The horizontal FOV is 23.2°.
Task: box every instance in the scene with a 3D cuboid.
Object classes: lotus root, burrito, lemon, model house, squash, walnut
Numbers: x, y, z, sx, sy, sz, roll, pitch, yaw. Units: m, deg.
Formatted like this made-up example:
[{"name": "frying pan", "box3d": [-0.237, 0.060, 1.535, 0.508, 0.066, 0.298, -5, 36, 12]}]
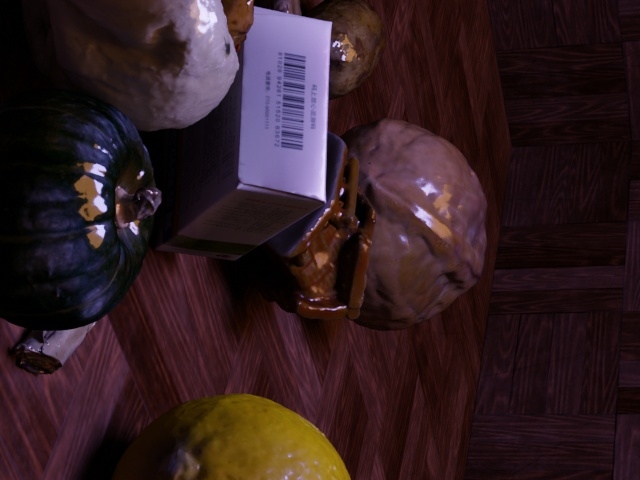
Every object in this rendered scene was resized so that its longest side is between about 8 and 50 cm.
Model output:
[{"name": "lotus root", "box3d": [0.030, -0.298, 2.386, 0.260, 0.128, 0.145, -46, 146, -62]}, {"name": "burrito", "box3d": [-0.249, 0.086, 1.510, 0.055, 0.041, 0.149, 66, 27, -22]}, {"name": "lemon", "box3d": [-0.090, 0.296, 1.632, 0.293, 0.293, 0.293, -2, 90, -74]}, {"name": "model house", "box3d": [-0.001, -0.001, 2.069, 0.219, 0.199, 0.229, -43, 133, -15]}, {"name": "squash", "box3d": [-0.230, -0.027, 1.352, 0.218, 0.172, 0.218, -163, -90, -85]}, {"name": "walnut", "box3d": [0.103, -0.028, 2.329, 0.344, 0.306, 0.306, 67, 25, -67]}]

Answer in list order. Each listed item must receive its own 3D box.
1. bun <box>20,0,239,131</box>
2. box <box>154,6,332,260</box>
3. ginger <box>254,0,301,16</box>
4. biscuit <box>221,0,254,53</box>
[{"name": "bun", "box3d": [-0.194, -0.205, 1.446, 0.259, 0.160, 0.259, 53, -16, 22]}, {"name": "box", "box3d": [-0.088, -0.108, 1.705, 0.299, 0.106, 0.200, 148, -53, -65]}, {"name": "ginger", "box3d": [-0.066, -0.269, 2.113, 0.166, 0.080, 0.333, 179, -90, -73]}, {"name": "biscuit", "box3d": [-0.145, -0.312, 1.547, 0.289, 0.081, 0.334, 67, -16, -6]}]
